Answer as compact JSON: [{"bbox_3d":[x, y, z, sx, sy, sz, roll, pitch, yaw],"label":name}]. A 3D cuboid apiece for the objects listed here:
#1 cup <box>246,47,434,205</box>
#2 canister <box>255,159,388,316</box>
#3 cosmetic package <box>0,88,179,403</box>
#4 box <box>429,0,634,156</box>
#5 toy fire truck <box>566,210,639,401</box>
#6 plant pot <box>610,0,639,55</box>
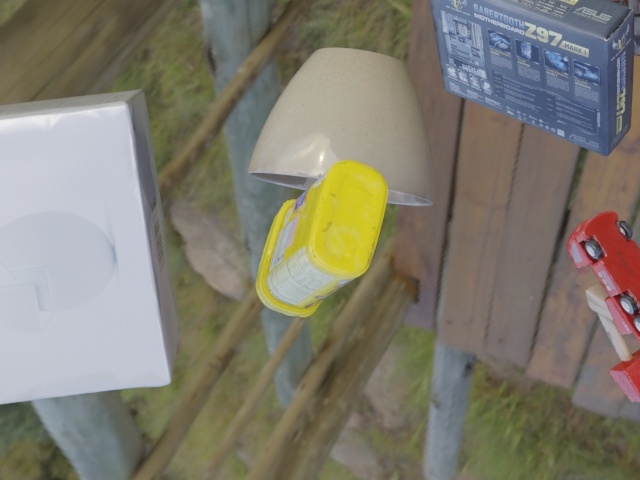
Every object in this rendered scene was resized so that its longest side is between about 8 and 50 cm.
[{"bbox_3d":[0.054,-0.203,1.883,0.331,0.237,0.331,10,178,0],"label":"cup"},{"bbox_3d":[0.000,0.000,1.089,0.073,0.126,0.170,21,159,-14],"label":"canister"},{"bbox_3d":[-0.242,0.005,0.864,0.225,0.138,0.224,-7,103,-3],"label":"cosmetic package"},{"bbox_3d":[0.236,-0.211,1.207,0.233,0.059,0.183,27,155,31],"label":"box"},{"bbox_3d":[0.307,0.069,1.091,0.192,0.047,0.135,58,166,6],"label":"toy fire truck"},{"bbox_3d":[0.369,-0.316,1.248,0.167,0.165,0.167,10,162,3],"label":"plant pot"}]
